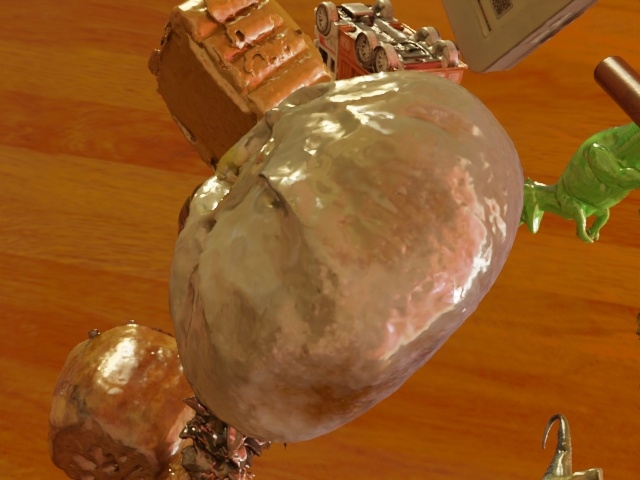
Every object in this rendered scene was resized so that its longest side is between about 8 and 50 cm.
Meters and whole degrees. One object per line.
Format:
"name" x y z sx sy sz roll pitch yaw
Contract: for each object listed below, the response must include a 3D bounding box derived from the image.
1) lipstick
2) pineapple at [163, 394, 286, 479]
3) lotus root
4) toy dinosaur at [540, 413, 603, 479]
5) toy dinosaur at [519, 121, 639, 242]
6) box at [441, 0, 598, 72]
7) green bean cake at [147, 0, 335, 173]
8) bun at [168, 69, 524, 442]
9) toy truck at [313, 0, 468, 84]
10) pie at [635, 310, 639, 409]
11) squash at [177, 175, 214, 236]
"lipstick" 0.486 -0.159 1.245 0.057 0.357 0.057 -8 130 -10
"pineapple" -0.131 0.280 1.225 0.165 0.165 0.365 18 109 7
"lotus root" -0.319 0.316 1.443 0.316 0.250 0.316 3 113 7
"toy dinosaur" 0.349 0.391 1.285 0.147 0.363 0.076 -8 127 36
"toy dinosaur" 0.552 -0.207 1.757 0.374 0.144 0.500 30 126 48
"box" 0.374 -0.582 1.774 0.111 0.396 0.396 -15 81 -27
"green bean cake" -0.087 -0.179 1.055 0.131 0.229 0.224 -38 89 -23
"bun" 0.000 0.000 0.786 0.211 0.362 0.362 37 101 -23
"toy truck" 0.123 -0.353 1.835 0.173 0.387 0.207 -9 125 -24
"pie" 0.643 0.141 1.528 0.078 0.371 0.296 31 129 0
"squash" -0.106 -0.005 1.325 0.218 0.172 0.218 -12 116 -25
